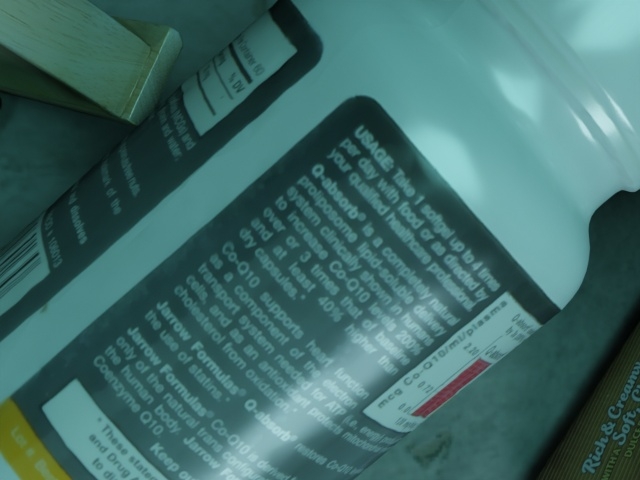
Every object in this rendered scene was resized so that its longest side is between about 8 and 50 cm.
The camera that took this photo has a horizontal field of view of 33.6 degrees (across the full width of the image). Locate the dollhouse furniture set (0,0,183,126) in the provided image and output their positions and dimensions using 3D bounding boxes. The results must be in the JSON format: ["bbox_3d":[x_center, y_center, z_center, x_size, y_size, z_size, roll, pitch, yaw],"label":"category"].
[{"bbox_3d":[-0.106,-0.192,0.409,0.161,0.212,0.242,33,77,-53],"label":"dollhouse furniture set"}]

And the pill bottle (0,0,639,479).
[{"bbox_3d":[0.000,0.000,0.412,0.278,0.162,0.162,-40,103,8],"label":"pill bottle"}]

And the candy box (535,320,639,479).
[{"bbox_3d":[0.261,0.052,0.530,0.087,0.183,0.316,41,77,-24],"label":"candy box"}]
